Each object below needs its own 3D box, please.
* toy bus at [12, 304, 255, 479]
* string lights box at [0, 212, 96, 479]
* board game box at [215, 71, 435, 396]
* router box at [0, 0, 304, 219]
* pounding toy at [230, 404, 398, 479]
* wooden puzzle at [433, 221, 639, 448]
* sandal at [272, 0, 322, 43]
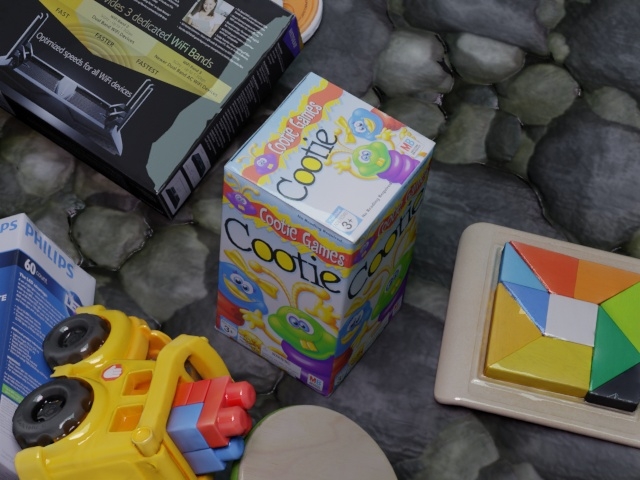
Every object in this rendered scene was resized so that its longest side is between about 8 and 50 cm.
[{"bbox_3d":[-0.146,0.152,1.687,0.211,0.149,0.220,-15,36,22],"label":"toy bus"},{"bbox_3d":[-0.286,0.120,1.756,0.077,0.133,0.259,-15,51,23],"label":"string lights box"},{"bbox_3d":[0.000,0.000,1.786,0.142,0.275,0.144,31,59,16],"label":"board game box"},{"bbox_3d":[-0.212,-0.206,1.985,0.309,0.081,0.243,34,78,17],"label":"router box"},{"bbox_3d":[-0.007,0.272,1.722,0.237,0.110,0.183,46,47,-9],"label":"pounding toy"},{"bbox_3d":[0.246,0.089,1.887,0.239,0.044,0.221,11,56,3],"label":"wooden puzzle"},{"bbox_3d":[-0.114,-0.242,2.062,0.265,0.076,0.102,-22,61,-19],"label":"sandal"}]
